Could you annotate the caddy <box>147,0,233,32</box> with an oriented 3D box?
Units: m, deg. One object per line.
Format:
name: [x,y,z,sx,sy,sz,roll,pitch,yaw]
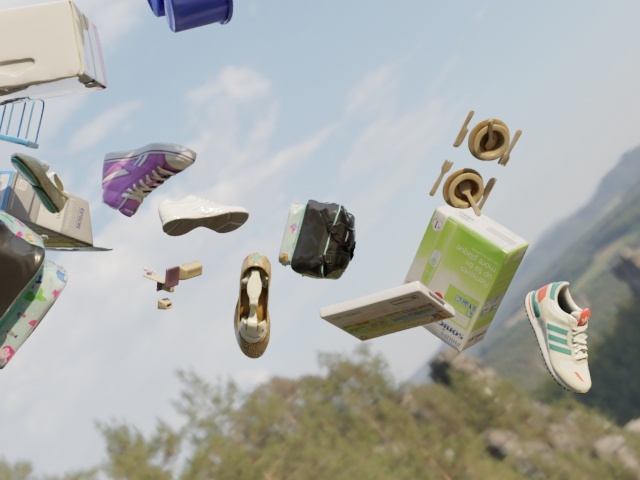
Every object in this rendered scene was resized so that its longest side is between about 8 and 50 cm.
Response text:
caddy: [-0.279,-0.602,2.168,0.179,0.241,0.341,-23,-53,-16]

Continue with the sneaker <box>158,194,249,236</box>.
sneaker: [-0.184,-0.046,1.644,0.152,0.061,0.054,-2,-42,-32]

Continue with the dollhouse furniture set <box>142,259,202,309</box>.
dollhouse furniture set: [-0.303,0.078,2.117,0.114,0.081,0.091,-18,-60,-52]

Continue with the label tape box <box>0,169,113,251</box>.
label tape box: [-0.690,-0.063,2.473,0.249,0.115,0.347,1,-14,33]

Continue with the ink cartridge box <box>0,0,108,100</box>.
ink cartridge box: [-0.448,-0.281,1.599,0.197,0.114,0.273,-10,5,-4]

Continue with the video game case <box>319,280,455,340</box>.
video game case: [0.143,0.152,2.195,0.227,0.026,0.206,-18,-26,22]

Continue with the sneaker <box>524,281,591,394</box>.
sneaker: [0.347,0.133,1.453,0.057,0.161,0.075,-6,-21,-44]

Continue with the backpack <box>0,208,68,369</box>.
backpack: [-0.516,0.065,1.608,0.225,0.191,0.253,-54,29,-5]

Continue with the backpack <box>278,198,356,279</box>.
backpack: [0.000,0.000,2.198,0.188,0.144,0.166,15,-94,-66]

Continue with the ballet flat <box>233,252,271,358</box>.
ballet flat: [-0.128,0.127,1.942,0.073,0.206,0.067,0,10,0]

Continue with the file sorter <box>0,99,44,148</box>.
file sorter: [-0.665,-0.260,2.142,0.118,0.170,0.104,-159,83,-85]

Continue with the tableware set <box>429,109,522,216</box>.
tableware set: [0.306,-0.142,2.011,0.194,0.128,0.039,-65,26,18]

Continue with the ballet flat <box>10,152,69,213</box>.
ballet flat: [-0.509,-0.116,1.895,0.052,0.057,0.168,-54,-30,-23]

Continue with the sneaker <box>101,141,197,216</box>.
sneaker: [-0.401,-0.133,2.420,0.282,0.161,0.102,-8,-21,39]

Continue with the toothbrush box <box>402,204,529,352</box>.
toothbrush box: [0.326,0.082,2.436,0.122,0.206,0.283,-19,-43,-51]
